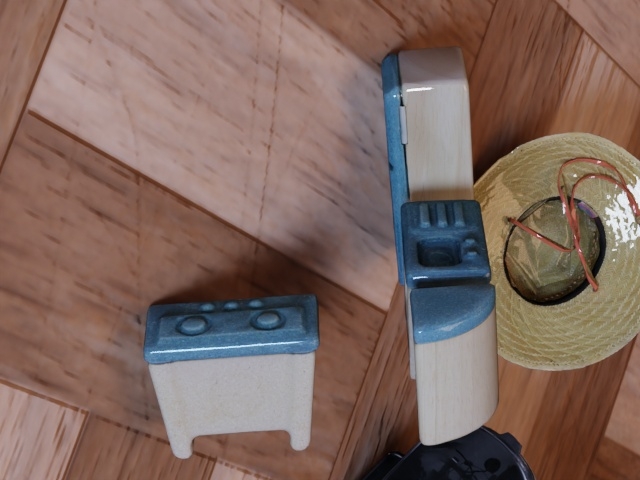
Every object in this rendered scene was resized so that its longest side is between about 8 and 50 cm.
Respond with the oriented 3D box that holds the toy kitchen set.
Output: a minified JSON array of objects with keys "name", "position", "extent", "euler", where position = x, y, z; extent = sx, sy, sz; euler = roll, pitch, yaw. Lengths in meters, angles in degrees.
[{"name":"toy kitchen set","position":[0.000,0.000,0.959],"extent":[0.207,0.166,0.122],"euler":[-91,177,-63]}]

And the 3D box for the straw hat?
[{"name":"straw hat","position":[0.139,0.006,1.156],"extent":[0.061,0.145,0.144],"euler":[-162,-94,-81]}]

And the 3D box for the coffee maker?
[{"name":"coffee maker","position":[0.086,0.208,1.107],"extent":[0.178,0.120,0.171],"euler":[42,68,-52]}]
